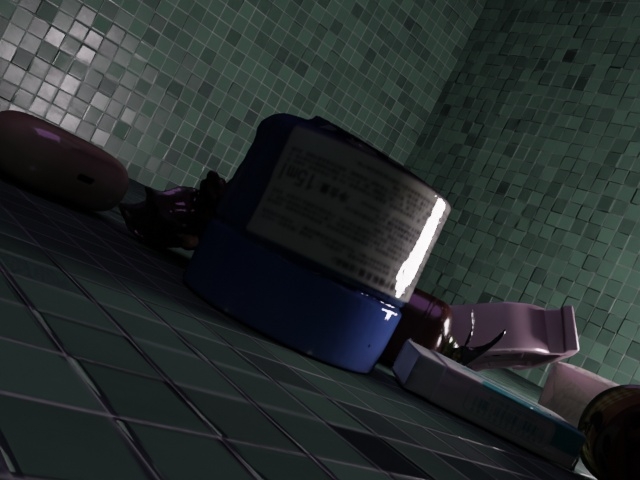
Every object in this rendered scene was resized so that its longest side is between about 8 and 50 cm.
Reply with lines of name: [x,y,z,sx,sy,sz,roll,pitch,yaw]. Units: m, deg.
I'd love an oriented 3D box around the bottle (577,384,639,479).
bottle: [0.371,0.231,0.746,0.156,0.143,0.271,36,1,5]

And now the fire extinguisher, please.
fire extinguisher: [0.077,0.092,0.986,0.337,0.135,0.114,27,35,10]

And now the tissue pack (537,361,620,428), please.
tissue pack: [0.494,0.306,1.170,0.225,0.124,0.185,28,-4,-42]

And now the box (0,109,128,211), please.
box: [-0.356,-0.105,0.954,0.146,0.088,0.200,25,-2,35]

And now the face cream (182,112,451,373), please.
face cream: [0.000,0.000,0.815,0.249,0.225,0.249,28,-1,0]

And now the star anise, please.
star anise: [-0.145,-0.026,0.976,0.236,0.109,0.223,-6,-13,-36]

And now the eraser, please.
eraser: [0.201,0.197,0.854,0.225,0.052,0.095,27,1,-4]

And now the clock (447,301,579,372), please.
clock: [0.259,0.174,1.214,0.275,0.080,0.290,2,-19,-4]
